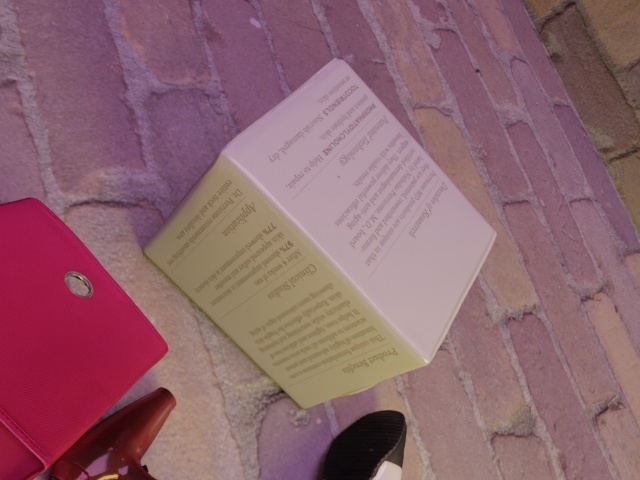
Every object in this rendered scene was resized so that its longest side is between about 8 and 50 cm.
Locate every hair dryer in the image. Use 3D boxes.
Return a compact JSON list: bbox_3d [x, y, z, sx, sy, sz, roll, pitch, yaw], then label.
[{"bbox_3d":[-0.232,0.321,0.759,0.223,0.080,0.294,9,42,-17],"label":"hair dryer"}]

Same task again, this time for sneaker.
[{"bbox_3d":[0.071,0.422,0.948,0.330,0.122,0.146,-52,125,-50],"label":"sneaker"}]

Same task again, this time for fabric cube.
[{"bbox_3d":[-0.368,0.138,0.609,0.254,0.259,0.258,49,13,-3],"label":"fabric cube"}]

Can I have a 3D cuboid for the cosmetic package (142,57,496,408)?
[{"bbox_3d":[0.000,0.000,0.966,0.394,0.329,0.327,47,48,-7],"label":"cosmetic package"}]
